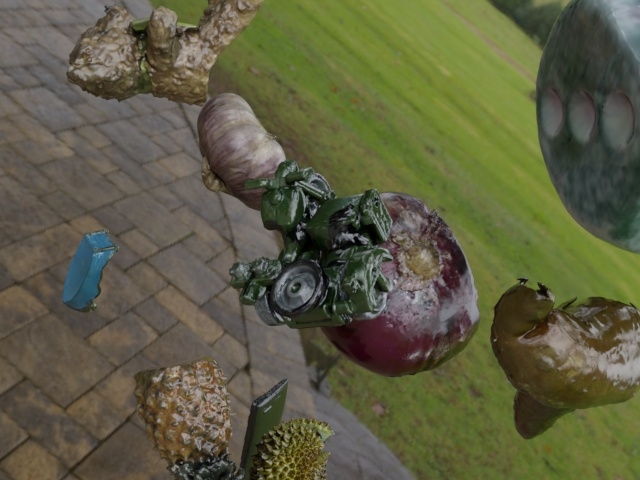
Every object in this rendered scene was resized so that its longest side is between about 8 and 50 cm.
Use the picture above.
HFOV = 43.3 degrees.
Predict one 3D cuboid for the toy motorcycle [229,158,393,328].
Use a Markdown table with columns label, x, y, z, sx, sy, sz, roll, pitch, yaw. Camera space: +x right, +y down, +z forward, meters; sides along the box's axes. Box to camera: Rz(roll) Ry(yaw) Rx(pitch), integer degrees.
| label | x | y | z | sx | sy | sz | roll | pitch | yaw |
| --- | --- | --- | --- | --- | --- | --- | --- | --- | --- |
| toy motorcycle | 0.000 | 0.000 | 0.995 | 0.127 | 0.205 | 0.275 | 53 | 42 | -37 |

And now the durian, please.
| label | x | y | z | sx | sy | sz | roll | pitch | yaw |
| --- | --- | --- | --- | --- | --- | --- | --- | --- | --- |
| durian | -0.065 | 0.433 | 1.450 | 0.137 | 0.237 | 0.193 | 9 | -7 | -10 |

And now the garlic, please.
| label | x | y | z | sx | sy | sz | roll | pitch | yaw |
| --- | --- | --- | --- | --- | --- | --- | --- | --- | --- |
| garlic | -0.155 | -0.153 | 1.538 | 0.245 | 0.160 | 0.245 | 51 | -1 | 1 |

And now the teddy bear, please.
| label | x | y | z | sx | sy | sz | roll | pitch | yaw |
| --- | --- | --- | --- | --- | --- | --- | --- | --- | --- |
| teddy bear | -0.255 | -0.343 | 1.302 | 0.222 | 0.296 | 0.246 | 25 | 3 | -23 |

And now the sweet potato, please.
| label | x | y | z | sx | sy | sz | roll | pitch | yaw |
| --- | --- | --- | --- | --- | --- | --- | --- | --- | --- |
| sweet potato | 0.204 | 0.094 | 0.646 | 0.310 | 0.124 | 0.098 | 55 | 14 | -65 |

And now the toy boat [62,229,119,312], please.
| label | x | y | z | sx | sy | sz | roll | pitch | yaw |
| --- | --- | --- | --- | --- | --- | --- | --- | --- | --- |
| toy boat | -0.443 | 0.068 | 1.571 | 0.077 | 0.185 | 0.075 | 5 | 32 | -45 |

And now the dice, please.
| label | x | y | z | sx | sy | sz | roll | pitch | yaw |
| --- | --- | --- | --- | --- | --- | --- | --- | --- | --- |
| dice | 0.525 | -0.198 | 1.153 | 0.330 | 0.348 | 0.328 | -8 | 58 | -10 |

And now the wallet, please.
| label | x | y | z | sx | sy | sz | roll | pitch | yaw |
| --- | --- | --- | --- | --- | --- | --- | --- | --- | --- |
| wallet | -0.120 | 0.407 | 1.687 | 0.025 | 0.244 | 0.124 | 25 | 30 | 22 |

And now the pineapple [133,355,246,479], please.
| label | x | y | z | sx | sy | sz | roll | pitch | yaw |
| --- | --- | --- | --- | --- | --- | --- | --- | --- | --- |
| pineapple | -0.203 | 0.367 | 1.355 | 0.169 | 0.169 | 0.340 | -12 | 86 | -59 |

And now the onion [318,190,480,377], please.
| label | x | y | z | sx | sy | sz | roll | pitch | yaw |
| --- | --- | --- | --- | --- | --- | --- | --- | --- | --- |
| onion | 0.107 | 0.091 | 1.468 | 0.260 | 0.282 | 0.337 | -24 | 84 | -20 |
